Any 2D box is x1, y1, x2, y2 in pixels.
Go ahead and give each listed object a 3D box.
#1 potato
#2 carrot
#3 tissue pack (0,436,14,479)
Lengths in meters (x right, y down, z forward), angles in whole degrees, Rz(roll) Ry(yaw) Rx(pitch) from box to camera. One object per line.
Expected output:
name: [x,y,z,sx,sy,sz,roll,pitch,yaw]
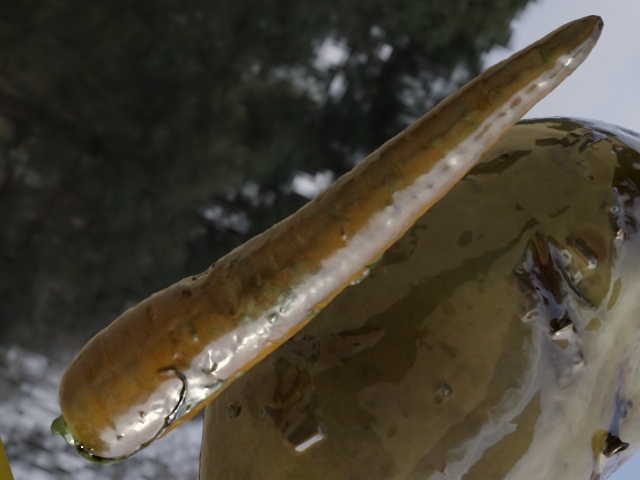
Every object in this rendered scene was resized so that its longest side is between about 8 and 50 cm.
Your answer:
potato: [0.056,0.052,0.836,0.262,0.165,0.165,-38,-169,-6]
carrot: [0.000,0.000,0.711,0.254,0.049,0.049,-38,-158,18]
tissue pack: [-0.214,0.088,0.427,0.228,0.293,0.382,-46,-148,9]
